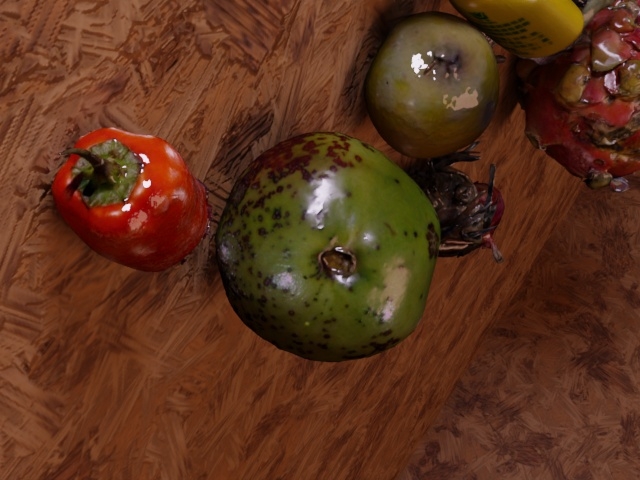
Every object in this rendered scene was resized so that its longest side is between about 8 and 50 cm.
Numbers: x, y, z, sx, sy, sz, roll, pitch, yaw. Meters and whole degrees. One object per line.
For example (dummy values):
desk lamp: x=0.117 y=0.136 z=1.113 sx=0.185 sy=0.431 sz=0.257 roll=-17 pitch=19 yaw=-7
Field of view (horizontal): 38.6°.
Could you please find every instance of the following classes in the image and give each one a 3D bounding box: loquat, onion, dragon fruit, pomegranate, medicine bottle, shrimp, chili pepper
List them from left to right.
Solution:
chili pepper: x=-0.132 y=-0.031 z=0.617 sx=0.192 sy=0.084 sz=0.086 roll=54 pitch=50 yaw=-74
pomegranate: x=0.000 y=0.000 z=0.872 sx=0.214 sy=0.214 sz=0.248 roll=-62 pitch=-164 yaw=3
loquat: x=0.122 y=-0.162 z=0.996 sx=0.152 sy=0.152 sz=0.195 roll=-57 pitch=169 yaw=-10
shrimp: x=0.186 y=-0.071 z=1.333 sx=0.372 sy=0.137 sz=0.172 roll=86 pitch=1 yaw=-70
medicine bottle: x=0.160 y=-0.265 z=0.915 sx=0.309 sy=0.111 sz=0.076 roll=18 pitch=81 yaw=-50
onion: x=0.280 y=-0.018 z=1.601 sx=0.150 sy=0.140 sz=0.150 roll=-32 pitch=149 yaw=-23
dragon fruit: x=0.452 y=-0.282 z=1.530 sx=0.296 sy=0.314 sz=0.263 roll=-40 pitch=147 yaw=12

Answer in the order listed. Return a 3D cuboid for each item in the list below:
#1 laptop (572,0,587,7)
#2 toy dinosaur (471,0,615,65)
laptop: x=0.309 y=-0.396 z=1.176 sx=0.197 sy=0.016 sz=0.135 roll=14 pitch=105 yaw=-39
toy dinosaur: x=0.319 y=-0.326 z=1.286 sx=0.294 sy=0.077 sz=0.162 roll=-2 pitch=124 yaw=-32
